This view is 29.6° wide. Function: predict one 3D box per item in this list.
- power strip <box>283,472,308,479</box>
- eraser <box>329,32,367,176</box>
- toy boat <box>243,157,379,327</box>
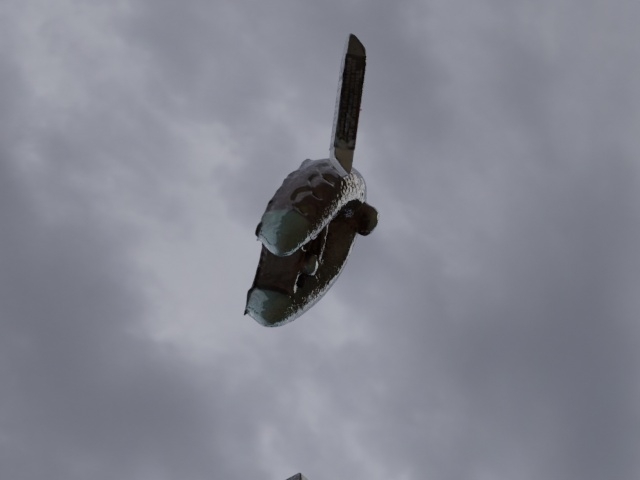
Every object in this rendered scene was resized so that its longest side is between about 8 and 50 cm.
[{"bbox_3d":[-0.031,0.365,1.640,0.029,0.038,0.111,50,-163,-29],"label":"power strip"},{"bbox_3d":[0.020,-0.095,0.850,0.019,0.027,0.099,9,-94,-7],"label":"eraser"},{"bbox_3d":[0.000,0.000,1.244,0.227,0.085,0.155,-50,-28,-60],"label":"toy boat"}]
